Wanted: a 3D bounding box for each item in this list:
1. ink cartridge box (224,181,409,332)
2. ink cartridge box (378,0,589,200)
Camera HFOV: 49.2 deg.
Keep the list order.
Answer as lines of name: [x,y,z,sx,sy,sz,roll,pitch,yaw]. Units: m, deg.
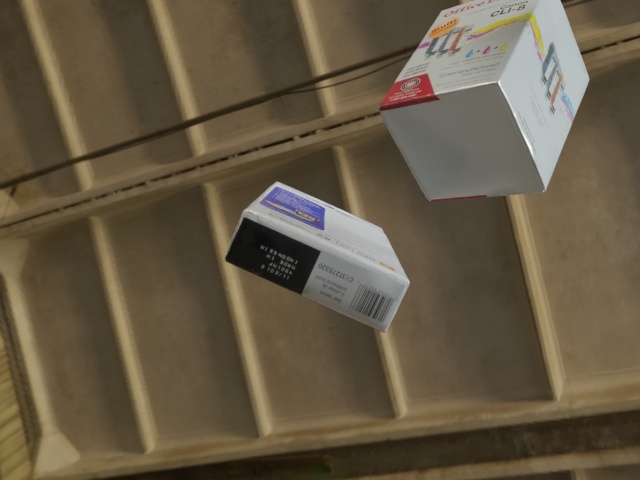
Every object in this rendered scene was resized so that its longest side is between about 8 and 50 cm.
ink cartridge box: [0.000,0.000,0.845,0.176,0.371,0.069,24,-79,-3]
ink cartridge box: [0.166,-0.145,0.689,0.128,0.176,0.127,-4,-48,41]
